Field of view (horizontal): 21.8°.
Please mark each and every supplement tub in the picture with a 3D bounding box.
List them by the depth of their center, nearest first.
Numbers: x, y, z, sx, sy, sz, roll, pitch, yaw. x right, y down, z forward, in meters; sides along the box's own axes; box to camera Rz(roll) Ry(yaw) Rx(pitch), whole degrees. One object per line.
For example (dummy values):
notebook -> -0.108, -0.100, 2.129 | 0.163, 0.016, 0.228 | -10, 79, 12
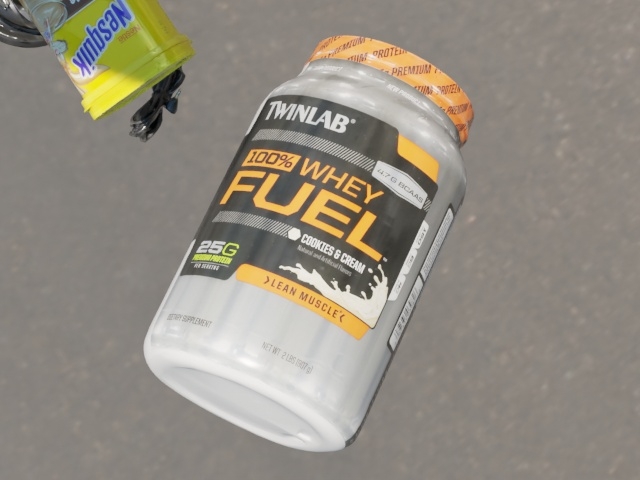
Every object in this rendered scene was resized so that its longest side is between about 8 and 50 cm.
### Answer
supplement tub -> 0.000, 0.000, 1.384 | 0.194, 0.316, 0.193 | 22, 162, 8

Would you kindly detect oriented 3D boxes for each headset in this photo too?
headset -> -0.312, -0.290, 1.909 | 0.394, 0.185, 0.243 | 39, 143, -25

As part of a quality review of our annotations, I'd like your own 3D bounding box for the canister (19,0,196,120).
canister -> -0.222, -0.224, 1.663 | 0.126, 0.073, 0.170 | -32, 93, 23
